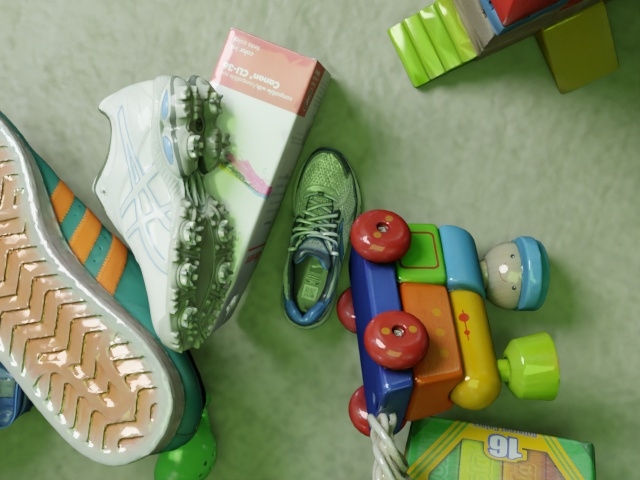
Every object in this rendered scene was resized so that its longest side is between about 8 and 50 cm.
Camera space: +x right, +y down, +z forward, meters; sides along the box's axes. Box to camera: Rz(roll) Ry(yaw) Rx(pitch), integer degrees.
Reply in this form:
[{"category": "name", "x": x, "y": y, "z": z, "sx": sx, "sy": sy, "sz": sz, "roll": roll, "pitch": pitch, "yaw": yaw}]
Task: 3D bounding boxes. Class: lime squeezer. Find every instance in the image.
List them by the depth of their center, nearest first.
[{"category": "lime squeezer", "x": -0.131, "y": 0.120, "z": 0.932, "sx": 0.110, "sy": 0.059, "sz": 0.310, "roll": -5, "pitch": 95, "yaw": 36}]

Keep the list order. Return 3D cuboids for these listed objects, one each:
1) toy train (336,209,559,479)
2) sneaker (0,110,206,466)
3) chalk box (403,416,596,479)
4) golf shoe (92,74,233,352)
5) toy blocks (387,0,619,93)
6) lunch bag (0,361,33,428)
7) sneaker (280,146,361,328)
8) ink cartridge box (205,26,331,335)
[{"category": "toy train", "x": 0.095, "y": 0.093, "z": 0.834, "sx": 0.143, "sy": 0.105, "sz": 0.248, "roll": -1, "pitch": 50, "yaw": -8}, {"category": "sneaker", "x": -0.186, "y": 0.022, "z": 0.851, "sx": 0.108, "sy": 0.121, "sz": 0.302, "roll": -38, "pitch": 79, "yaw": 7}, {"category": "chalk box", "x": 0.106, "y": 0.237, "z": 0.820, "sx": 0.132, "sy": 0.213, "sz": 0.132, "roll": 10, "pitch": 123, "yaw": 2}, {"category": "golf shoe", "x": -0.105, "y": -0.017, "z": 0.802, "sx": 0.086, "sy": 0.069, "sz": 0.176, "roll": -2, "pitch": 87, "yaw": 25}, {"category": "toy blocks", "x": 0.216, "y": -0.223, "z": 0.777, "sx": 0.381, "sy": 0.261, "sz": 0.190, "roll": -24, "pitch": 92, "yaw": 4}, {"category": "lunch bag", "x": -0.261, "y": 0.098, "z": 0.922, "sx": 0.099, "sy": 0.065, "sz": 0.067, "roll": 6, "pitch": 94, "yaw": 2}, {"category": "sneaker", "x": 0.000, "y": 0.000, "z": 0.905, "sx": 0.052, "sy": 0.058, "sz": 0.135, "roll": 7, "pitch": 93, "yaw": 3}, {"category": "ink cartridge box", "x": -0.062, "y": -0.040, "z": 0.876, "sx": 0.067, "sy": 0.115, "sz": 0.198, "roll": 21, "pitch": 94, "yaw": 4}]
